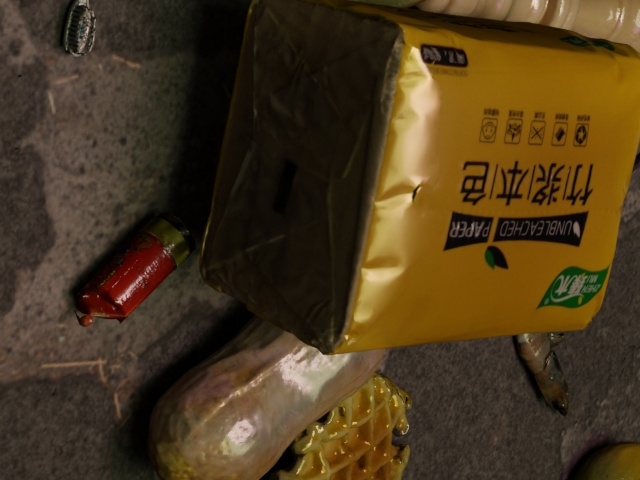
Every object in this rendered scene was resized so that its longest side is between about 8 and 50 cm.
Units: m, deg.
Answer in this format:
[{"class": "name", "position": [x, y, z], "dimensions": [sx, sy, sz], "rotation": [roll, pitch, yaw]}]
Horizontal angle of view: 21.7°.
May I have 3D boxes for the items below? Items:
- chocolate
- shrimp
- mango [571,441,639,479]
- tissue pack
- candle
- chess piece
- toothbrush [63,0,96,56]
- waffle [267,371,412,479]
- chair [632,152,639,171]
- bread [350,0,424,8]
[{"class": "chocolate", "position": [-0.045, 0.134, 1.636], "dimensions": [0.309, 0.134, 0.134], "rotation": [-38, 130, -31]}, {"class": "shrimp", "position": [0.309, 0.123, 2.095], "dimensions": [0.148, 0.035, 0.195], "rotation": [-50, 134, -26]}, {"class": "mango", "position": [0.367, 0.369, 2.210], "dimensions": [0.237, 0.091, 0.137], "rotation": [-54, 131, -9]}, {"class": "tissue pack", "position": [0.107, -0.065, 1.560], "dimensions": [0.382, 0.228, 0.293], "rotation": [-1, 107, -47]}, {"class": "candle", "position": [-0.172, 0.033, 1.517], "dimensions": [0.131, 0.052, 0.052], "rotation": [-46, 133, -24]}, {"class": "chess piece", "position": [0.227, -0.258, 1.805], "dimensions": [0.397, 0.117, 0.117], "rotation": [-1, 105, -45]}, {"class": "toothbrush", "position": [-0.179, -0.296, 1.403], "dimensions": [0.024, 0.026, 0.288], "rotation": [8, 98, -34]}, {"class": "waffle", "position": [0.024, 0.259, 1.797], "dimensions": [0.250, 0.056, 0.261], "rotation": [-64, 153, -10]}, {"class": "chair", "position": [0.229, -0.068, 1.814], "dimensions": [0.260, 0.154, 0.141], "rotation": [-40, 174, -29]}, {"class": "bread", "position": [0.032, -0.243, 1.611], "dimensions": [0.139, 0.084, 0.074], "rotation": [-37, 130, -32]}]
